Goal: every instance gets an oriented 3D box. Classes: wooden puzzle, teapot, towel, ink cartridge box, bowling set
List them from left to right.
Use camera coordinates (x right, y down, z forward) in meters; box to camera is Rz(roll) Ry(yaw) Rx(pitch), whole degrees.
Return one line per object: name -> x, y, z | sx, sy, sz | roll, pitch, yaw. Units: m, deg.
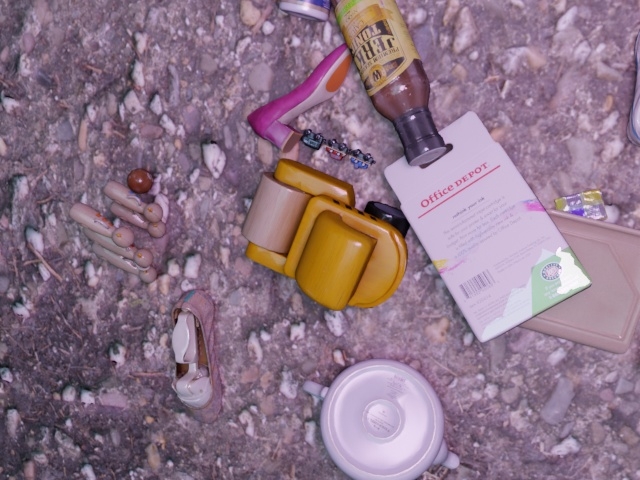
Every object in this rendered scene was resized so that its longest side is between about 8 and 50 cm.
bowling set -> -0.372, -0.046, 1.227 | 0.154, 0.287, 0.200 | 31, 73, 0
teapot -> 0.116, 0.357, 1.181 | 0.252, 0.187, 0.256 | -19, 69, -2
ink cartridge box -> 0.287, -0.024, 1.060 | 0.207, 0.119, 0.354 | -33, 73, 18
towel -> 0.474, -0.057, 1.092 | 0.083, 0.009, 0.060 | -12, 98, 16
wooden puzzle -> 0.482, 0.075, 1.103 | 0.220, 0.044, 0.239 | 15, 109, 10

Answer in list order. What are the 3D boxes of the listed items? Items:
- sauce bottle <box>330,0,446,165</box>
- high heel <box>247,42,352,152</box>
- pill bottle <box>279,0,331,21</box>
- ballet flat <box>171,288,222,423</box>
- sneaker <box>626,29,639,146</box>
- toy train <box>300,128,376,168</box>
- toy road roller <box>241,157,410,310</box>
sauce bottle -> 0.124, -0.299, 1.043 | 0.111, 0.111, 0.345 | -26, 79, 17
high heel -> -0.040, -0.294, 1.152 | 0.117, 0.082, 0.244 | 42, 108, 20
pill bottle -> -0.013, -0.493, 1.086 | 0.094, 0.094, 0.170 | 16, 104, 11
ballet flat -> -0.280, 0.265, 1.295 | 0.107, 0.106, 0.316 | -2, 101, 14
sneaker -> 0.564, -0.268, 0.985 | 0.087, 0.092, 0.229 | 4, 100, 15
toy train -> 0.033, -0.175, 1.171 | 0.158, 0.027, 0.036 | 24, 109, 9
toy road roller -> 0.000, 0.000, 1.102 | 0.329, 0.240, 0.203 | 24, 105, 8
